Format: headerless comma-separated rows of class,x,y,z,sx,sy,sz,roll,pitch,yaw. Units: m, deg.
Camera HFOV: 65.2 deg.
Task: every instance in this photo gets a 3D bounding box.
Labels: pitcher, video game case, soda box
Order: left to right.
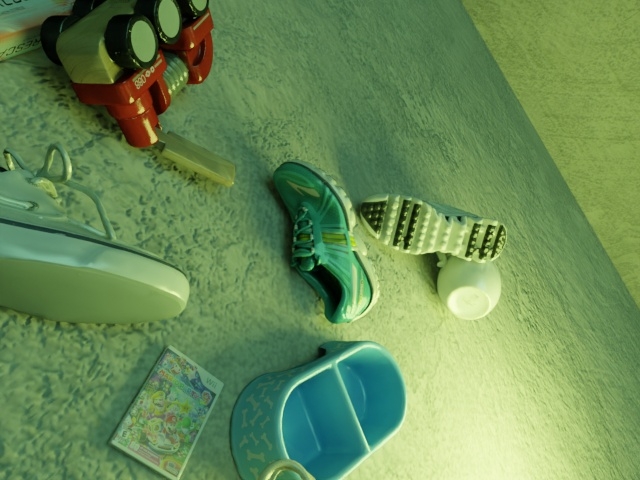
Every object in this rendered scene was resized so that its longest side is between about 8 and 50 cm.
soda box,-0.357,-0.250,0.566,0.063,0.058,0.183,50,40,-15
video game case,-0.167,0.191,0.561,0.087,0.011,0.122,43,43,-21
pitcher,0.291,0.056,1.056,0.178,0.125,0.207,31,35,-5

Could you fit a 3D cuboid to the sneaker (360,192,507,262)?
sneaker,0.213,-0.032,0.991,0.293,0.109,0.118,14,18,-12

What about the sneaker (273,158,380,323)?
sneaker,0.000,0.000,0.780,0.110,0.107,0.275,-27,90,-41

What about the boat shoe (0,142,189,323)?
boat shoe,-0.296,-0.027,0.467,0.368,0.136,0.156,16,54,-29

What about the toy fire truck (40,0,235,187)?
toy fire truck,-0.198,-0.205,0.669,0.246,0.159,0.216,80,22,-45

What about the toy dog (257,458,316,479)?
toy dog,-0.066,0.406,0.477,0.220,0.161,0.333,-11,64,-41

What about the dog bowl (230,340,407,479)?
dog bowl,0.017,0.233,0.685,0.297,0.074,0.165,-14,80,-49
